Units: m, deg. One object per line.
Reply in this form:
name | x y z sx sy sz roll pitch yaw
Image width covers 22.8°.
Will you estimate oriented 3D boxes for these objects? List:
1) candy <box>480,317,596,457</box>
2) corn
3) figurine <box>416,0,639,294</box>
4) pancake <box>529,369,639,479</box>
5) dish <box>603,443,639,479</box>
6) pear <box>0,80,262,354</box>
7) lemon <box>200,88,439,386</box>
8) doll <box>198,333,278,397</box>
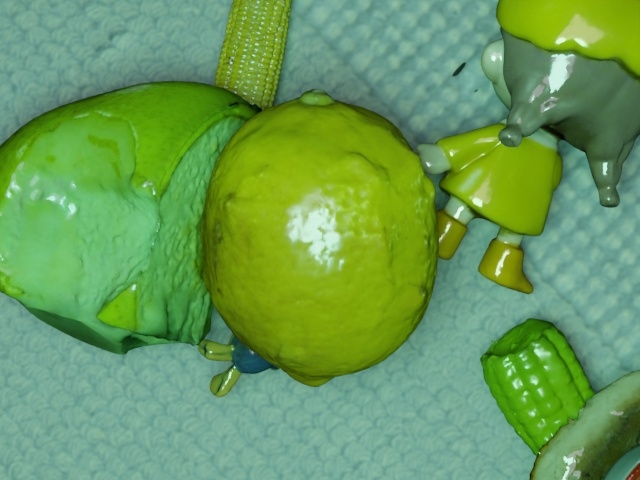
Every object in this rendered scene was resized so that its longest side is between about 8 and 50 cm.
candy | 0.241 0.182 1.599 0.096 0.097 0.210 -29 95 5
corn | -0.068 -0.208 1.659 0.067 0.067 0.206 12 87 7
figurine | 0.227 -0.118 1.572 0.187 0.215 0.344 44 109 50
pancake | 0.366 0.289 1.567 0.356 0.065 0.356 0 89 -14
dish | 0.357 0.286 1.474 0.256 0.117 0.256 0 92 -12
pear | -0.231 -0.040 1.591 0.281 0.176 0.287 16 91 27
lemon | 0.000 0.000 1.497 0.233 0.233 0.288 2 102 6
doll | -0.047 0.087 1.630 0.179 0.089 0.102 -26 120 -22
